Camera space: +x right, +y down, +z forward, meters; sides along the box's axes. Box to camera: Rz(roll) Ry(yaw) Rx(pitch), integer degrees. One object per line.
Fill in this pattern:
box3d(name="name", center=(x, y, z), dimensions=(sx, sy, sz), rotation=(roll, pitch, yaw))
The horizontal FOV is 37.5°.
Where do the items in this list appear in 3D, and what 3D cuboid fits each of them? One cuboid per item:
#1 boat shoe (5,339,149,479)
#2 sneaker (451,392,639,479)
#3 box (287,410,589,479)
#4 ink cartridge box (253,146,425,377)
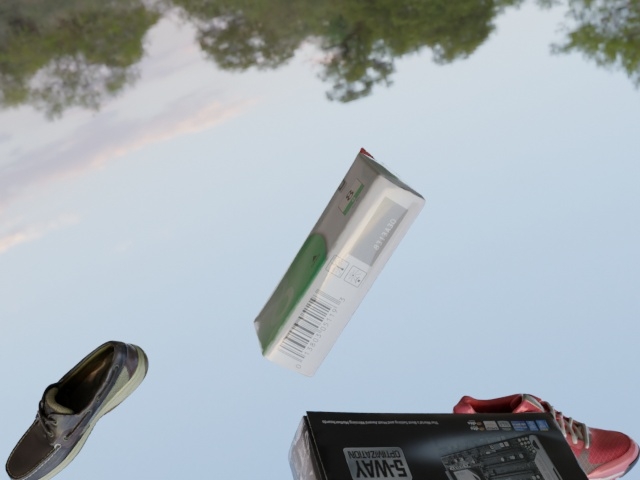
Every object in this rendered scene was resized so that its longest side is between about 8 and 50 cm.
box3d(name="boat shoe", center=(-0.211, 0.139, 0.785), dimensions=(0.152, 0.049, 0.056), rotation=(-49, -126, -4))
box3d(name="sneaker", center=(0.355, 0.312, 1.508), dimensions=(0.313, 0.136, 0.116), rotation=(2, -155, 6))
box3d(name="box", center=(0.142, 0.286, 0.943), dimensions=(0.307, 0.076, 0.242), rotation=(5, -143, -22))
box3d(name="ink cartridge box", center=(0.000, 0.000, 0.862), dimensions=(0.181, 0.056, 0.225), rotation=(-58, -160, 9))
